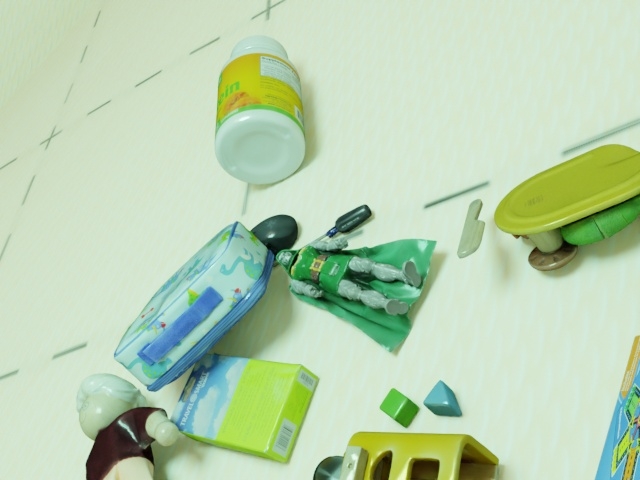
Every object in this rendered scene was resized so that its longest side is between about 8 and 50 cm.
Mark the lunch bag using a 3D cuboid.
[{"bbox_3d":[-0.160,0.084,0.907,0.219,0.090,0.176,-44,11,10],"label":"lunch bag"}]

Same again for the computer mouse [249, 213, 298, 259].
[{"bbox_3d":[-0.135,0.030,1.022,0.242,0.041,0.071,-32,42,18],"label":"computer mouse"}]

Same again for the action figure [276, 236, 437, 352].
[{"bbox_3d":[0.023,0.042,0.862,0.232,0.063,0.137,10,68,49],"label":"action figure"}]

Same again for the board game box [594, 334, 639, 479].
[{"bbox_3d":[0.247,0.189,0.504,0.281,0.027,0.145,-64,8,-20],"label":"board game box"}]

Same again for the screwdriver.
[{"bbox_3d":[0.000,0.000,0.953,0.170,0.025,0.024,-34,41,27],"label":"screwdriver"}]

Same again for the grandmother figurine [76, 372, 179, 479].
[{"bbox_3d":[-0.237,0.286,0.845,0.208,0.104,0.342,-48,40,9],"label":"grandmother figurine"}]

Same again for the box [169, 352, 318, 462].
[{"bbox_3d":[-0.097,0.196,0.846,0.178,0.042,0.109,-2,56,42],"label":"box"}]

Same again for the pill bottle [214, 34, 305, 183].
[{"bbox_3d":[-0.097,-0.219,1.121,0.136,0.136,0.246,-27,43,22],"label":"pill bottle"}]

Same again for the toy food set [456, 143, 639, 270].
[{"bbox_3d":[0.255,-0.025,0.715,0.217,0.071,0.128,-23,21,22],"label":"toy food set"}]

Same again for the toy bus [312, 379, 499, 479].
[{"bbox_3d":[0.059,0.223,0.640,0.202,0.104,0.191,-44,39,2],"label":"toy bus"}]
